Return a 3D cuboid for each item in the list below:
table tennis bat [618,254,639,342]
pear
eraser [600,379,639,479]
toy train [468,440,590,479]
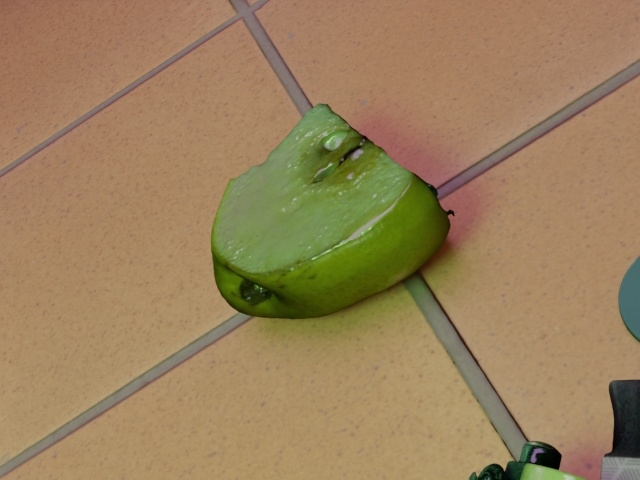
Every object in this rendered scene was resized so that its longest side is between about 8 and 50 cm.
[{"bbox_3d":[0.437,0.046,1.053,0.244,0.040,0.152,-14,49,27],"label":"table tennis bat"},{"bbox_3d":[0.000,0.000,1.266,0.282,0.176,0.286,-41,40,-3],"label":"pear"},{"bbox_3d":[0.291,0.319,0.868,0.096,0.098,0.403,-4,53,28],"label":"eraser"},{"bbox_3d":[0.180,0.302,0.870,0.157,0.105,0.253,148,142,-75],"label":"toy train"}]
